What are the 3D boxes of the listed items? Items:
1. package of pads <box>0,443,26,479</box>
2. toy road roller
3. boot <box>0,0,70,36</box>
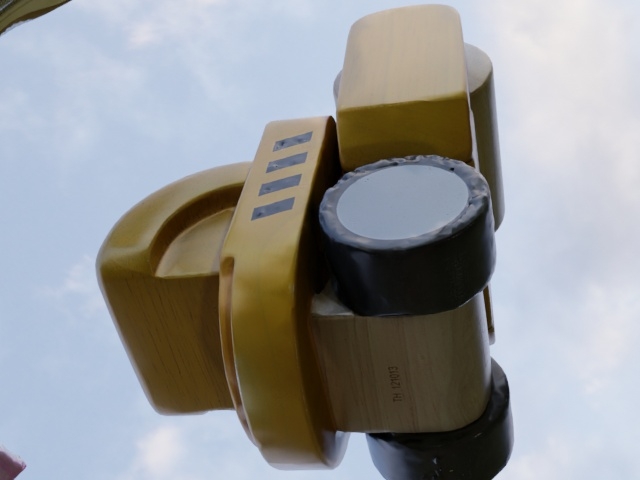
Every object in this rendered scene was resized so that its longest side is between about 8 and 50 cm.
[{"bbox_3d":[-0.233,0.155,0.608,0.083,0.032,0.050,-46,-62,-16],"label":"package of pads"},{"bbox_3d":[0.000,0.000,0.650,0.241,0.329,0.202,-4,-54,12],"label":"toy road roller"},{"bbox_3d":[-0.268,-0.215,0.667,0.213,0.077,0.165,-33,-51,-13],"label":"boot"}]
